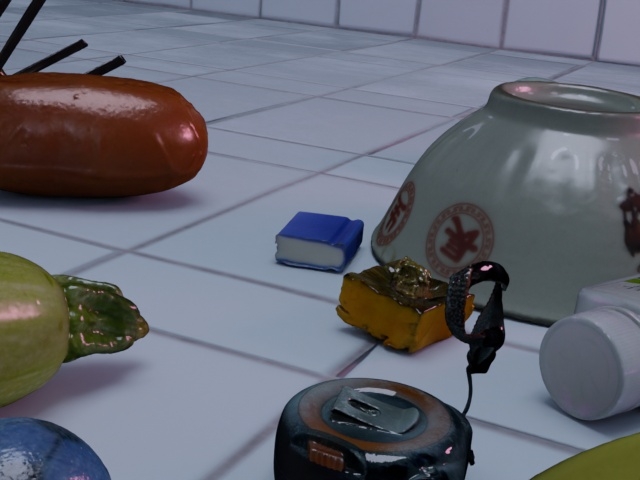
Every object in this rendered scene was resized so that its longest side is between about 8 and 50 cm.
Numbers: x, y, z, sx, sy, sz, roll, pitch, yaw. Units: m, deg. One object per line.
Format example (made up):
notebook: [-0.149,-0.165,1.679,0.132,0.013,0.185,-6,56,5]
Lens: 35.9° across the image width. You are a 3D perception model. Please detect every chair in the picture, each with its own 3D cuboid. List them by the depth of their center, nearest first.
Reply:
chair: [-0.414,-0.221,1.268,0.247,0.172,0.159,-46,35,-9]

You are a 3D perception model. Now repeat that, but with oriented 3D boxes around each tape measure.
tape measure: [0.032,0.060,0.466,0.107,0.180,0.104,8,34,9]

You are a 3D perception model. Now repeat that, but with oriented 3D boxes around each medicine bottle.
medicine bottle: [0.228,0.067,0.651,0.183,0.069,0.119,-10,25,-36]

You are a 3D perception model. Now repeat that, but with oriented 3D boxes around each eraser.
eraser: [0.000,0.000,0.868,0.063,0.027,0.085,9,17,10]

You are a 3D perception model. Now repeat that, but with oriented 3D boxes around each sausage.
sausage: [-0.241,-0.103,0.974,0.258,0.133,0.133,3,18,-11]

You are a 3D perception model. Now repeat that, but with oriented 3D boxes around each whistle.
whistle: [-0.124,0.106,0.408,0.090,0.090,0.158,3,17,-7]

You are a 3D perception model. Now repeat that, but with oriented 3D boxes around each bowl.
bowl: [0.218,-0.052,0.880,0.337,0.157,0.337,4,18,-1]

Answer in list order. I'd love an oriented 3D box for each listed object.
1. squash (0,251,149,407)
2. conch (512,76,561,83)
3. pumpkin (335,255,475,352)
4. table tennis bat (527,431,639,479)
squash: [-0.222,0.057,0.529,0.137,0.137,0.287,15,9,29]
conch: [0.311,-0.125,1.190,0.221,0.121,0.185,12,14,0]
pumpkin: [0.063,0.041,0.713,0.074,0.054,0.083,22,19,33]
table tennis bat: [0.136,0.176,0.179,0.224,0.054,0.369,-37,40,-3]
